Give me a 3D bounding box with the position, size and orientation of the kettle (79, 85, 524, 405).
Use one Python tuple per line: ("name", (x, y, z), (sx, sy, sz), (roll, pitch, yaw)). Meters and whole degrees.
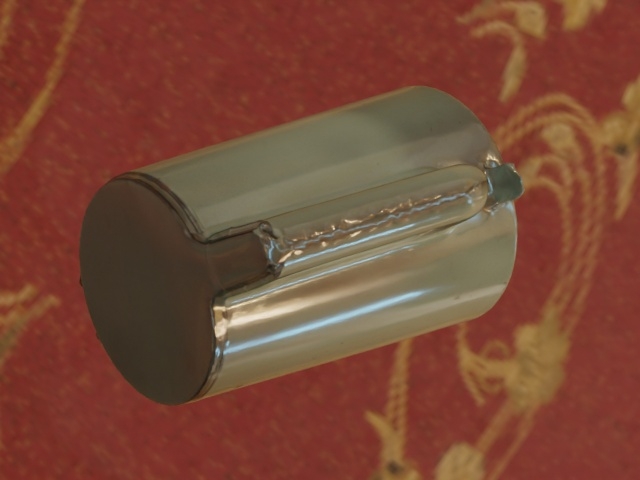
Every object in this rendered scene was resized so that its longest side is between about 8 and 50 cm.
("kettle", (-0.001, 0.005, 0.722), (0.148, 0.127, 0.098), (-16, 120, -38))
